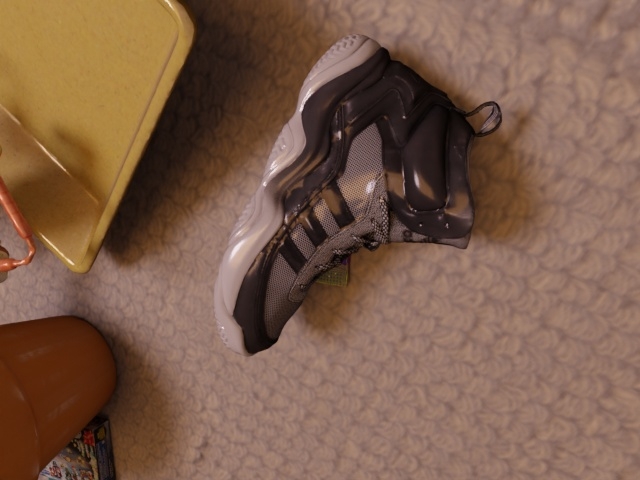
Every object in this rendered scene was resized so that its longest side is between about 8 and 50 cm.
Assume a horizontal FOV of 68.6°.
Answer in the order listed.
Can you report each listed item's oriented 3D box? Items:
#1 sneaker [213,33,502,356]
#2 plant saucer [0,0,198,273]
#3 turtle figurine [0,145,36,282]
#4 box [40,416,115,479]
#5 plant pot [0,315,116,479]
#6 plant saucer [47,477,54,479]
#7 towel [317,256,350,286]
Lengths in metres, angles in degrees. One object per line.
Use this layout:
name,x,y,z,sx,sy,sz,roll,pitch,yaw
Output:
sneaker,0.028,-0.006,0.356,0.153,0.101,0.268,27,99,14
plant saucer,-0.262,-0.176,0.407,0.333,0.081,0.333,44,132,-3
turtle figurine,-0.352,-0.038,0.422,0.217,0.087,0.269,-44,80,16
box,-0.335,0.269,0.615,0.137,0.027,0.093,3,102,21
plant pot,-0.339,0.173,0.508,0.205,0.188,0.205,4,102,21
plant saucer,-0.339,0.411,0.654,0.067,0.018,0.191,4,104,21
towel,0.000,0.000,0.432,0.060,0.009,0.083,8,104,19
